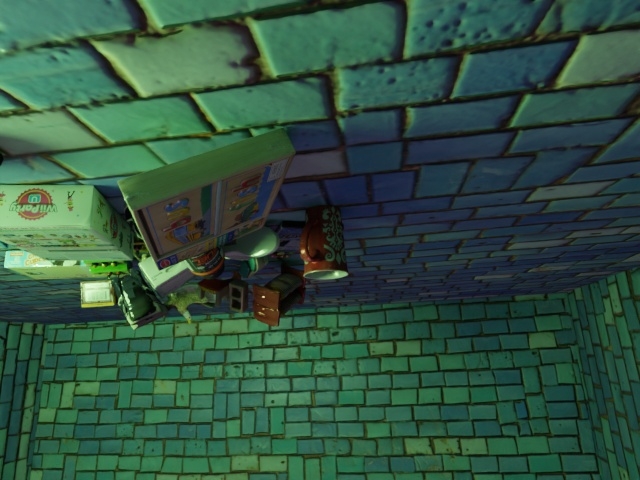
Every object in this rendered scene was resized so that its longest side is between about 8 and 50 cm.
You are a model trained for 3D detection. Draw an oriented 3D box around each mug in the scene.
[{"bbox_3d":[0.010,0.000,1.041,0.113,0.169,0.150,-3,164,3],"label":"mug"}]

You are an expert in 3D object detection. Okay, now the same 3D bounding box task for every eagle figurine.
[{"bbox_3d":[-0.637,0.284,2.007,0.298,0.225,0.226,-27,-137,-31],"label":"eagle figurine"}]

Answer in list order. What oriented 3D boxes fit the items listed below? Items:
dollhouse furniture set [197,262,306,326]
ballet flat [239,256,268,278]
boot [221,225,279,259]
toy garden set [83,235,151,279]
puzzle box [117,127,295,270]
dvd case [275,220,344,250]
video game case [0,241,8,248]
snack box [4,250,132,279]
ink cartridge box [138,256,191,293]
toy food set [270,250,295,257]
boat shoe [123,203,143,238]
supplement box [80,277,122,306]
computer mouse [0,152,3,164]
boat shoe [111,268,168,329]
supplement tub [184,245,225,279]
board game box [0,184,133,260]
[{"bbox_3d":[-0.262,0.170,1.610,0.374,0.152,0.201,15,-153,22],"label":"dollhouse furniture set"},{"bbox_3d":[-0.225,0.071,1.453,0.086,0.086,0.248,3,165,-20],"label":"ballet flat"},{"bbox_3d":[-0.203,0.010,1.222,0.258,0.095,0.123,-2,173,29],"label":"boot"},{"bbox_3d":[-0.597,0.053,1.244,0.203,0.049,0.244,-4,150,-13],"label":"toy garden set"},{"bbox_3d":[-0.215,-0.057,0.818,0.272,0.052,0.409,-24,171,-20],"label":"puzzle box"},{"bbox_3d":[-0.054,-0.008,1.276,0.180,0.022,0.253,1,164,-17],"label":"dvd case"},{"bbox_3d":[-0.978,-0.002,1.161,0.166,0.015,0.119,4,163,-23],"label":"video game case"},{"bbox_3d":[-0.821,0.081,1.396,0.321,0.060,0.187,-1,163,-8],"label":"snack box"},{"bbox_3d":[-0.464,0.090,1.315,0.154,0.093,0.212,-35,177,-21],"label":"ink cartridge box"},{"bbox_3d":[-0.133,0.048,1.418,0.077,0.019,0.122,2,176,-15],"label":"toy food set"},{"bbox_3d":[-0.387,-0.046,0.956,0.114,0.091,0.302,5,162,-25],"label":"boat shoe"},{"bbox_3d":[-0.690,0.167,1.388,0.104,0.081,0.188,-3,178,-1],"label":"supplement box"},{"bbox_3d":[-0.671,-0.118,0.694,0.272,0.072,0.188,-3,163,3],"label":"computer mouse"},{"bbox_3d":[-0.576,0.184,1.342,0.127,0.158,0.340,-25,175,-25],"label":"boat shoe"},{"bbox_3d":[-0.316,0.025,1.106,0.106,0.106,0.198,-4,146,7],"label":"supplement tub"},{"bbox_3d":[-0.593,-0.029,0.981,0.224,0.098,0.303,-1,166,-10],"label":"board game box"}]
